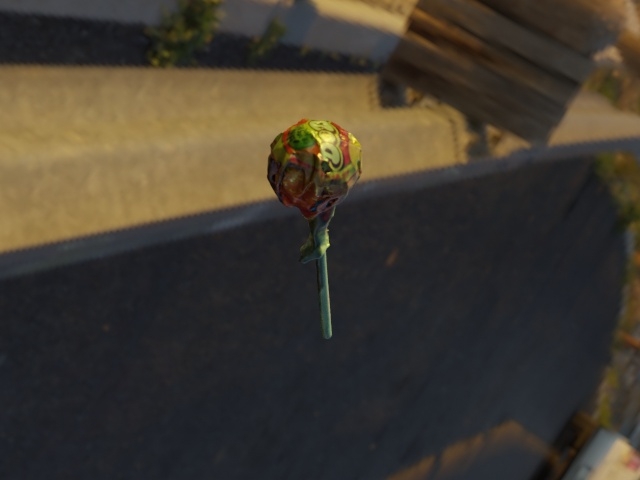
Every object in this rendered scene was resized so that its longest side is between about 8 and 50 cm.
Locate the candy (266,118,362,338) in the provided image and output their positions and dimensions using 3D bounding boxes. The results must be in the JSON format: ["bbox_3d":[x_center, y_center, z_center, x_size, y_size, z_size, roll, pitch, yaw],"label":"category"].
[{"bbox_3d":[0.000,0.000,0.979,0.060,0.060,0.201,-47,150,-33],"label":"candy"}]
